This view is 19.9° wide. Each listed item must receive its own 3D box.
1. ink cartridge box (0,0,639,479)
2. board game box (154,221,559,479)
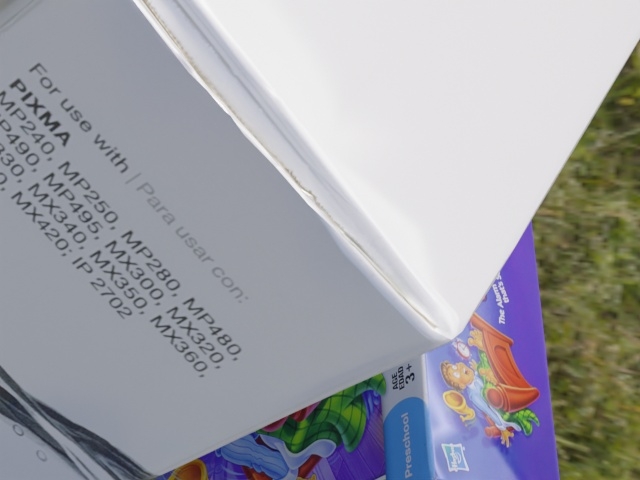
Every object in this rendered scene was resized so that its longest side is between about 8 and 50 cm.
[{"bbox_3d":[-0.047,-0.020,0.445,0.100,0.237,0.172,50,43,-13],"label":"ink cartridge box"},{"bbox_3d":[0.000,0.000,0.932,0.078,0.233,0.347,17,57,-34],"label":"board game box"}]
